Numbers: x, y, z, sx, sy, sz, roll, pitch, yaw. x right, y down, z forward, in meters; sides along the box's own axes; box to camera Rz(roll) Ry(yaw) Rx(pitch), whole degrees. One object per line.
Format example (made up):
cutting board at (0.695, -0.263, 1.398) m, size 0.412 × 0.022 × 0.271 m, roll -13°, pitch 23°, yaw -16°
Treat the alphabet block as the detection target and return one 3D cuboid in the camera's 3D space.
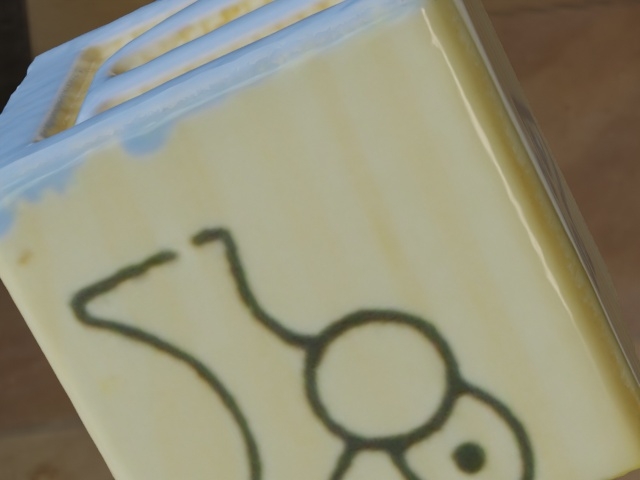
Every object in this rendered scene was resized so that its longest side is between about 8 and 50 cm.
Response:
alphabet block at (0.000, 0.000, 0.740) m, size 0.192 × 0.197 × 0.193 m, roll -23°, pitch 18°, yaw 11°
